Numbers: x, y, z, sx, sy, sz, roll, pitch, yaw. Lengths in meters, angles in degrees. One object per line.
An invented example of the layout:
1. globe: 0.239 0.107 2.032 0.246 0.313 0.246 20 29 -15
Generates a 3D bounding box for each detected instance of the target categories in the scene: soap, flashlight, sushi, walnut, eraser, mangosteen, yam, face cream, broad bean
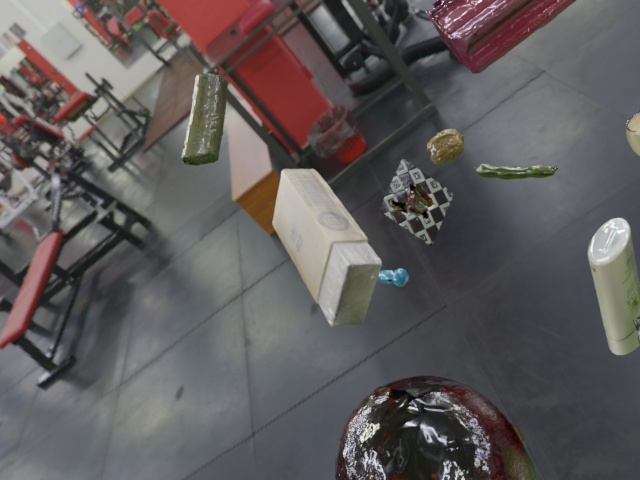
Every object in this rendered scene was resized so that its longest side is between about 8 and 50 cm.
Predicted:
1. soap: 0.320 -0.413 0.954 0.250 0.099 0.162 -35 36 18
2. flashlight: 0.199 0.102 1.605 0.129 0.051 0.051 1 52 55
3. sushi: 0.165 -0.065 0.998 0.126 0.120 0.026 -63 13 -27
4. walnut: 0.311 -0.234 1.397 0.096 0.082 0.079 -30 49 24
5. eraser: 0.000 0.000 1.066 0.343 0.078 0.144 -123 39 -50
6. mangosteen: 0.174 0.335 0.825 0.293 0.297 0.297 -29 25 -21
7. yam: -0.161 -0.171 0.799 0.054 0.054 0.133 -7 73 45
8. face cream: 0.736 0.130 1.388 0.081 0.349 0.173 5 42 44
9. broad bean: 0.590 -0.212 1.726 0.256 0.052 0.053 5 44 41

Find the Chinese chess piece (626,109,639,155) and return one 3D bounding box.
1. Chinese chess piece: 0.948 -0.316 1.493 0.249 0.103 0.250 -34 11 7

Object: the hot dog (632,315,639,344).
1. hot dog: 0.794 0.195 1.220 0.081 0.270 0.163 -29 66 -17
